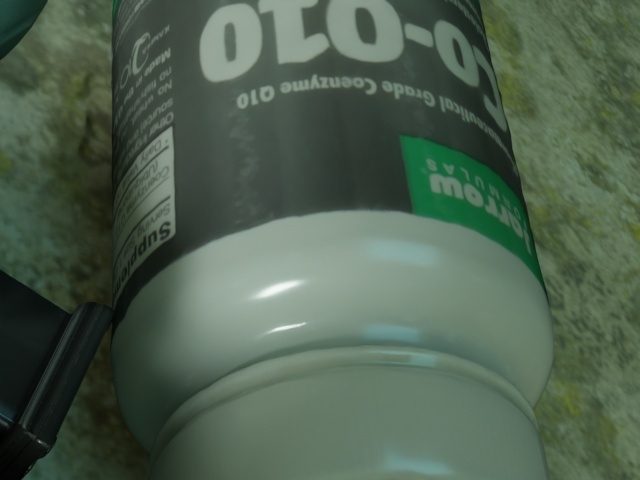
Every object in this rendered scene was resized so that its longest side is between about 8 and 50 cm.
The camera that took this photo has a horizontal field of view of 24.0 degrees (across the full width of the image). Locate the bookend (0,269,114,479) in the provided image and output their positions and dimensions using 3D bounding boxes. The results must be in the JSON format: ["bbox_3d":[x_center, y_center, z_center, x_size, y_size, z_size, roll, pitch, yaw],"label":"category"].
[{"bbox_3d":[-0.187,0.050,0.558,0.156,0.157,0.072,35,39,-14],"label":"bookend"}]

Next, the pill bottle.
[{"bbox_3d":[0.000,0.000,0.732,0.204,0.204,0.361,19,45,-29],"label":"pill bottle"}]

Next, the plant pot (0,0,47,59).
[{"bbox_3d":[-0.274,-0.129,0.539,0.293,0.293,0.235,41,41,-5],"label":"plant pot"}]
